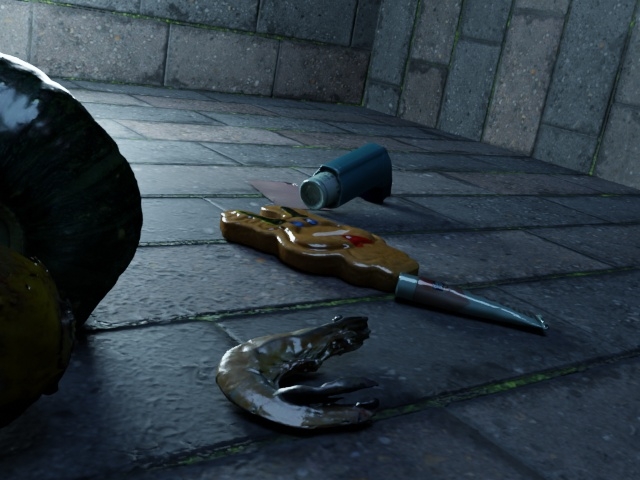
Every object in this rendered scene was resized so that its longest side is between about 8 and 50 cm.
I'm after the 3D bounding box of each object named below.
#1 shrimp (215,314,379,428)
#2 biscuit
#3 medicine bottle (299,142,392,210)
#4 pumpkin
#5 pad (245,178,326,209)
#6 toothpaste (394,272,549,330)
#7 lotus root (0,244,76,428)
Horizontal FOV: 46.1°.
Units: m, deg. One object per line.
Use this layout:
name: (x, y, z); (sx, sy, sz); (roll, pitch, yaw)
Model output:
shrimp: (0.006, 0.124, 0.739); (0.152, 0.046, 0.219); (21, 23, 36)
biscuit: (0.000, 0.000, 1.164); (0.334, 0.047, 0.202); (22, 20, 35)
medicine bottle: (0.057, -0.114, 1.502); (0.079, 0.124, 0.258); (26, 32, 27)
pumpkin: (-0.304, -0.068, 0.760); (0.293, 0.197, 0.263); (41, 3, -7)
pad: (-0.068, -0.091, 1.507); (0.113, 0.006, 0.188); (2, 19, -28)
toothpaste: (0.204, 0.086, 1.019); (0.205, 0.036, 0.056); (15, 15, 3)
lotus root: (-0.376, 0.062, 0.512); (0.397, 0.179, 0.196); (6, 0, -28)
